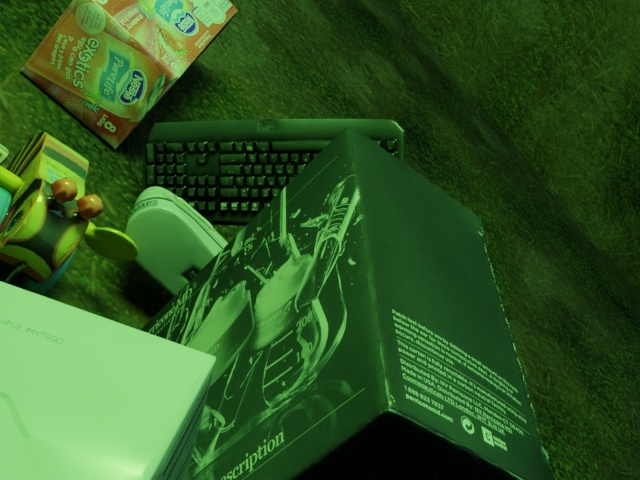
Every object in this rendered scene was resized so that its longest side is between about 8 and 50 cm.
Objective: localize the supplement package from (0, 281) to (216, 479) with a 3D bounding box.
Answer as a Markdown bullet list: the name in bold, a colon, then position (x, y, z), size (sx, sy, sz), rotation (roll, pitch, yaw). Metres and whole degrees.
- **supplement package**: position (-0.230, 0.140, 0.555), size (0.261, 0.145, 0.204), rotation (18, 29, 4)

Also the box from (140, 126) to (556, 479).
- **box**: position (-0.013, 0.139, 0.763), size (0.179, 0.343, 0.313), rotation (32, 31, -27)

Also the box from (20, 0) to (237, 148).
- **box**: position (-0.238, -0.269, 1.169), size (0.154, 0.142, 0.300), rotation (41, 29, -14)

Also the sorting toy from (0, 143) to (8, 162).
- **sorting toy**: position (-0.368, -0.105, 0.915), size (0.083, 0.012, 0.062), rotation (41, 29, -15)

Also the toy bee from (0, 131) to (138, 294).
- **toy bee**: position (-0.248, -0.014, 0.814), size (0.195, 0.162, 0.298), rotation (22, 38, -46)

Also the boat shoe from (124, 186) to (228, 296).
- **boat shoe**: position (-0.115, 0.052, 0.973), size (0.267, 0.096, 0.088), rotation (48, 15, -23)

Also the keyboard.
- **keyboard**: position (-0.058, -0.035, 1.000), size (0.033, 0.317, 0.202), rotation (-29, 118, -67)
